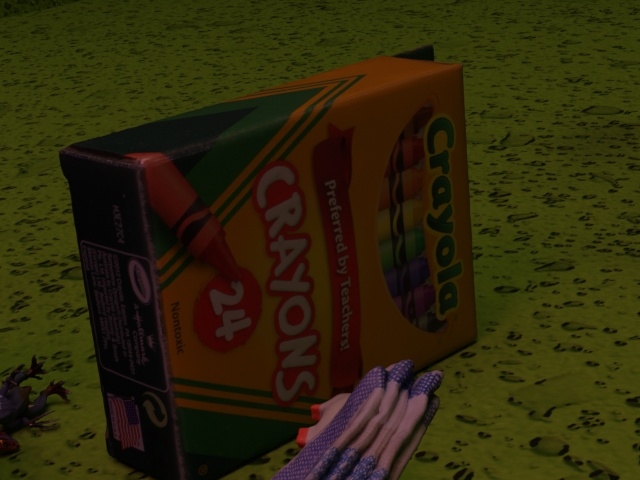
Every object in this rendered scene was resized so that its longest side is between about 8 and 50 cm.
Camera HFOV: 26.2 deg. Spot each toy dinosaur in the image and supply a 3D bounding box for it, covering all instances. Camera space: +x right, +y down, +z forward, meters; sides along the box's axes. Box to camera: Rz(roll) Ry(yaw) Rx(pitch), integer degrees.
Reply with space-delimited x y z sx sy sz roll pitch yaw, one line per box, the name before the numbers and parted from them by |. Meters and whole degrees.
toy dinosaur | -0.199 0.113 0.896 0.090 0.047 0.082 -34 5 42

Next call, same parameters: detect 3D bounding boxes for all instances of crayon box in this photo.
crayon box | 0.000 0.000 0.880 0.081 0.202 0.318 13 27 44

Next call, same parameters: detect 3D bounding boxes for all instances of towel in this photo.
towel | -0.065 0.160 0.476 0.034 0.209 0.285 43 29 3

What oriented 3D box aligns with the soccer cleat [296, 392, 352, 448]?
soccer cleat | 0.022 0.142 0.672 0.076 0.068 0.196 1 26 6
